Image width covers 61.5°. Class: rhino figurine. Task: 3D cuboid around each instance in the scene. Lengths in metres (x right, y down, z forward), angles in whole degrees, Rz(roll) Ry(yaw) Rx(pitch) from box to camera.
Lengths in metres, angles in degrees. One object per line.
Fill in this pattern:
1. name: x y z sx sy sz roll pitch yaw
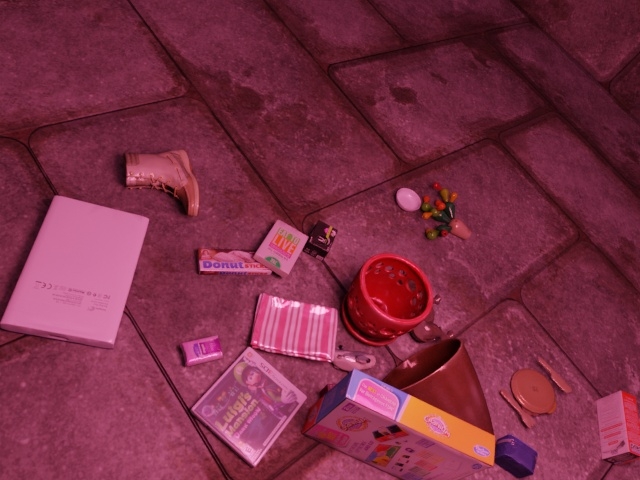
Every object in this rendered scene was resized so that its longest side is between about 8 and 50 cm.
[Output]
1. rhino figurine: 0.261 0.163 1.425 0.106 0.073 0.243 1 56 -28

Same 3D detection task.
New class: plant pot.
1. plant pot: 0.150 0.152 1.313 0.191 0.174 0.191 13 53 -18
2. plant pot: 0.288 0.378 1.220 0.215 0.215 0.230 -31 88 -37

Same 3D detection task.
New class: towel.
1. towel: -0.057 0.201 1.253 0.197 0.029 0.144 12 48 -7

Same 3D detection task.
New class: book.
1. book: -0.100 0.020 1.365 0.096 0.035 0.144 33 44 -6

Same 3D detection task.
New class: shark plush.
1. shark plush: 0.051 0.277 1.279 0.161 0.073 0.067 9 31 6

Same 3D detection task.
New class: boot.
1. boot: -0.393 -0.140 1.328 0.165 0.077 0.213 -6 55 -29

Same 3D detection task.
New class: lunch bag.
1. lunch bag: 0.467 0.511 1.280 0.098 0.067 0.065 35 50 0

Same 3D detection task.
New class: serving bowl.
1. serving bowl: 0.266 -0.120 1.654 0.083 0.027 0.083 13 52 -17

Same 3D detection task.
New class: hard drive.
1. hard drive: -0.511 0.061 1.154 0.210 0.040 0.318 15 53 -16

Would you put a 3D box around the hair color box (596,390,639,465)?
1. hair color box: 0.791 0.496 1.427 0.053 0.093 0.167 24 51 -8

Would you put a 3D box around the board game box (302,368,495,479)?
1. board game box: 0.150 0.397 1.099 0.317 0.242 0.064 27 49 -6

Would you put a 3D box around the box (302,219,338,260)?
1. box: 0.000 0.000 1.429 0.062 0.052 0.083 28 51 -6

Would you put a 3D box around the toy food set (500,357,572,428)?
1. toy food set: 0.562 0.404 1.426 0.192 0.038 0.132 -24 63 -30

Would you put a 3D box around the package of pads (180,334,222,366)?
1. package of pads: -0.255 0.238 1.156 0.083 0.032 0.050 -8 64 -29

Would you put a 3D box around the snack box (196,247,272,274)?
1. snack box: -0.209 0.052 1.313 0.178 0.022 0.064 2 56 -25

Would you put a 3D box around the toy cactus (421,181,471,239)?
1. toy cactus: 0.389 -0.072 1.643 0.181 0.112 0.219 34 41 -13

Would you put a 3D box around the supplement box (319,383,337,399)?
1. supplement box: 0.047 0.350 1.205 0.083 0.055 0.043 7 54 -22

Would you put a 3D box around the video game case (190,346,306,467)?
1. video game case: -0.147 0.346 1.138 0.173 0.022 0.190 40 50 5
